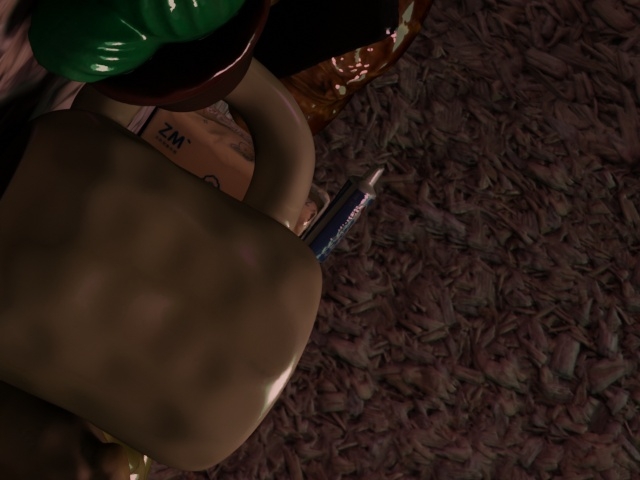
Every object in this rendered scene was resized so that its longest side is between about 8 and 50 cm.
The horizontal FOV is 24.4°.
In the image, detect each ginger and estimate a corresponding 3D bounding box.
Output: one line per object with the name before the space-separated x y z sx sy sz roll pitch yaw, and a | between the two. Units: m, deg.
ginger | 0.029 -0.273 1.754 0.357 0.152 0.274 -42 -165 50

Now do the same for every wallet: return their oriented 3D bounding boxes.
wallet | -0.013 -0.184 1.072 0.244 0.025 0.124 -9 -97 60

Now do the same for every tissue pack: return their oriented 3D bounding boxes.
tissue pack | -0.112 -0.041 1.527 0.148 0.196 0.092 -53 177 18

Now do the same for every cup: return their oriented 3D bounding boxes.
cup | -0.103 -0.006 0.930 0.255 0.202 0.173 -57 -161 2

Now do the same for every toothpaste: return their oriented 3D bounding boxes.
toothpaste | 0.000 0.000 1.500 0.197 0.035 0.057 -51 160 11

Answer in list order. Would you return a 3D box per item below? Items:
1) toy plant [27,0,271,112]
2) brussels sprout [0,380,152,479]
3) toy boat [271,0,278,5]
toy plant | -0.090 -0.133 0.794 0.143 0.105 0.200 -36 161 -4
brussels sprout | -0.244 0.207 1.018 0.273 0.243 0.316 -34 -158 0
toy boat | -0.042 -0.198 0.931 0.111 0.084 0.276 -37 178 -16
